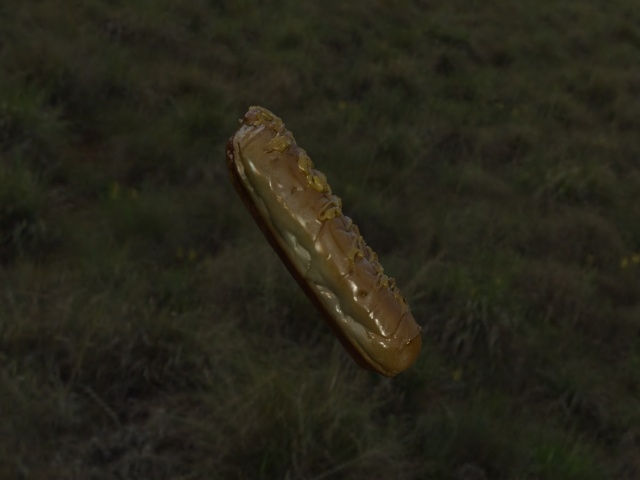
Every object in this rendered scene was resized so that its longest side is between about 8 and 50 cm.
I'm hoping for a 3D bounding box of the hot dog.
[{"bbox_3d":[0.000,0.000,0.606,0.165,0.045,0.071,56,7,-11],"label":"hot dog"}]
